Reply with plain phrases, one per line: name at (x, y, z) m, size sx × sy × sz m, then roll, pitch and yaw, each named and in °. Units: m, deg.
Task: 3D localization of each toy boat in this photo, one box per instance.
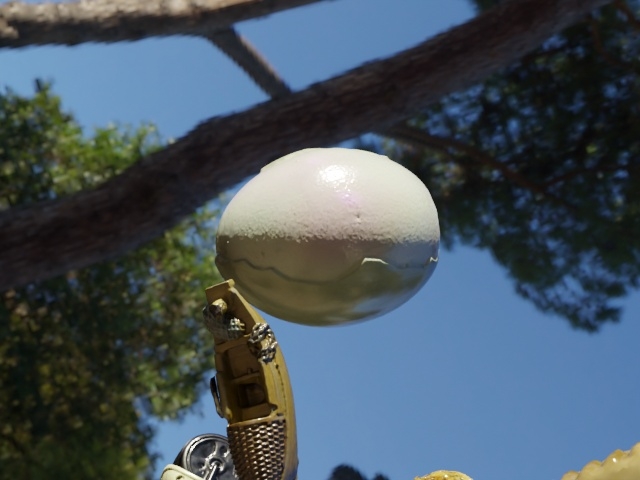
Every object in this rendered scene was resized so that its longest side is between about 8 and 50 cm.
toy boat at (-0.047, 0.100, 0.809) m, size 0.047 × 0.049 × 0.149 m, roll -18°, pitch -101°, yaw 26°

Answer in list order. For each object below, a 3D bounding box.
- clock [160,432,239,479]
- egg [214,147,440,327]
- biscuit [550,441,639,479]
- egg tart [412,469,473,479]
clock at (-0.113, 0.446, 1.555) m, size 0.379 × 0.276 × 0.120 m, roll 46°, pitch -45°, yaw 15°
egg at (0.000, 0.000, 1.200) m, size 0.183 × 0.217 × 0.183 m, roll 31°, pitch -53°, yaw 51°
biscuit at (0.183, 0.175, 0.662) m, size 0.259 × 0.259 × 0.079 m, roll 117°, pitch -40°, yaw -51°
egg tart at (0.142, 0.339, 1.448) m, size 0.129 × 0.129 × 0.049 m, roll 35°, pitch -13°, yaw 43°
